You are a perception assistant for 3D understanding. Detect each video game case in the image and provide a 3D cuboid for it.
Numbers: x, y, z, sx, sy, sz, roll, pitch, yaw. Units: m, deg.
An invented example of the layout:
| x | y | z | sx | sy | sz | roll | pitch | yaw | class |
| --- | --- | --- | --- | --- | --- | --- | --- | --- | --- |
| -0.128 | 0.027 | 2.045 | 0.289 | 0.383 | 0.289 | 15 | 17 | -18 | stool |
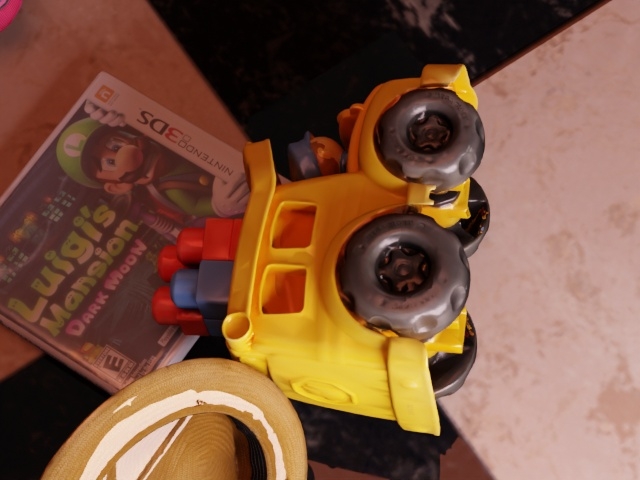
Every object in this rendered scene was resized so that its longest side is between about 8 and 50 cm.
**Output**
| x | y | z | sx | sy | sz | roll | pitch | yaw | class |
| --- | --- | --- | --- | --- | --- | --- | --- | --- | --- |
| -0.136 | -0.003 | 1.219 | 0.173 | 0.022 | 0.190 | 31 | 73 | 16 | video game case |

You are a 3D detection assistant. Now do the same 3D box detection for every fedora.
| x | y | z | sx | sy | sz | roll | pitch | yaw | class |
| --- | --- | --- | --- | --- | --- | --- | --- | --- | --- |
| -0.104 | 0.152 | 1.101 | 0.194 | 0.194 | 0.079 | -42 | 33 | -13 | fedora |

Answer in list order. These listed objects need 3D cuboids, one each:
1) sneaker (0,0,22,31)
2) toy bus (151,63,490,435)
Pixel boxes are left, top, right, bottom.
| x | y | z | sx | sy | sz | roll | pitch | yaw | class |
| --- | --- | --- | --- | --- | --- | --- | --- | --- | --- |
| -0.257 | -0.282 | 1.309 | 0.112 | 0.121 | 0.299 | 17 | 65 | -20 | sneaker |
| 0.000 | 0.000 | 1.145 | 0.211 | 0.149 | 0.220 | 5 | 66 | 11 | toy bus |
